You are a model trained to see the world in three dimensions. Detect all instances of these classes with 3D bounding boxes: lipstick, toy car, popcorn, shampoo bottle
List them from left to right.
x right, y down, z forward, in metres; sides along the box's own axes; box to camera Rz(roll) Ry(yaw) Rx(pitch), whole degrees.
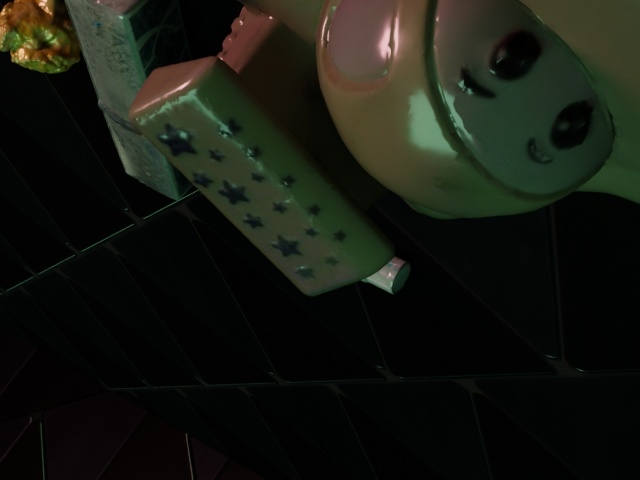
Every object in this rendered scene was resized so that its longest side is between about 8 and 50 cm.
[{"bbox_3d":[-0.265,-0.198,1.042,0.084,0.084,0.084,30,158,13],"label":"popcorn"},{"bbox_3d":[-0.158,-0.145,0.982,0.076,0.077,0.289,28,157,17],"label":"lipstick"},{"bbox_3d":[0.000,0.000,1.103,0.191,0.041,0.069,25,151,23],"label":"shampoo bottle"},{"bbox_3d":[0.089,-0.098,0.519,0.242,0.226,0.336,47,157,-27],"label":"toy car"}]
